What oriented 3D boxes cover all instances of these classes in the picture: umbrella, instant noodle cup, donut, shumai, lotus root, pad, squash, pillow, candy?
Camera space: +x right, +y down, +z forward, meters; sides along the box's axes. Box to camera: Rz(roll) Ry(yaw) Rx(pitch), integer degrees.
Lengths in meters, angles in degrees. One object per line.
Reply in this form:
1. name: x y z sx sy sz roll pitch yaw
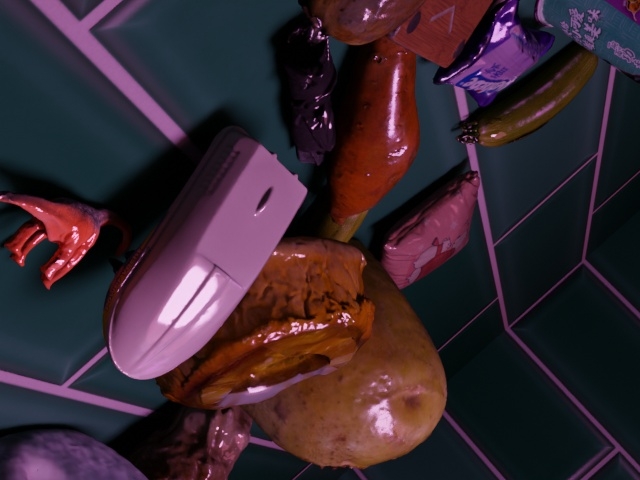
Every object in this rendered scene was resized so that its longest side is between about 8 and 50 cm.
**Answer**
1. umbrella: -0.010 -0.147 1.038 0.236 0.059 0.066 85 13 -69
2. instant noodle cup: 0.448 -0.332 1.297 0.251 0.190 0.251 -36 159 -16
3. donut: -0.074 0.115 1.209 0.329 0.160 0.330 -24 168 -6
4. shumai: -0.226 0.340 1.542 0.346 0.217 0.283 124 -19 -83
5. lotus root: 0.064 -0.273 0.814 0.123 0.124 0.241 5 134 -44
6. pad: 0.179 -0.315 0.993 0.284 0.018 0.286 -57 166 14
7. squash: 0.000 0.000 1.339 0.258 0.069 0.069 -51 158 25
8. pillow: 0.178 -0.002 1.630 0.223 0.084 0.236 -34 157 -16
9. squash: 0.341 -0.221 1.497 0.318 0.071 0.080 -36 158 -15
10. candy: 0.234 -0.243 1.268 0.145 0.070 0.275 -42 166 19

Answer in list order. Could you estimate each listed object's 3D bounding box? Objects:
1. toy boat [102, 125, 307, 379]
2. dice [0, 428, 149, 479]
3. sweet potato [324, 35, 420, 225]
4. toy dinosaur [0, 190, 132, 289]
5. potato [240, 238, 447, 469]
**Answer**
1. toy boat: -0.136 0.011 1.005 0.269 0.141 0.141 -48 160 -1
2. dice: -0.373 0.461 1.216 0.330 0.328 0.348 -46 159 9
3. sweet potato: 0.065 -0.125 1.136 0.112 0.112 0.359 -29 156 -31
4. toy dinosaur: -0.240 -0.003 0.912 0.101 0.055 0.279 -46 174 -8
5. potato: 0.071 0.178 1.452 0.330 0.280 0.213 -42 162 -33
